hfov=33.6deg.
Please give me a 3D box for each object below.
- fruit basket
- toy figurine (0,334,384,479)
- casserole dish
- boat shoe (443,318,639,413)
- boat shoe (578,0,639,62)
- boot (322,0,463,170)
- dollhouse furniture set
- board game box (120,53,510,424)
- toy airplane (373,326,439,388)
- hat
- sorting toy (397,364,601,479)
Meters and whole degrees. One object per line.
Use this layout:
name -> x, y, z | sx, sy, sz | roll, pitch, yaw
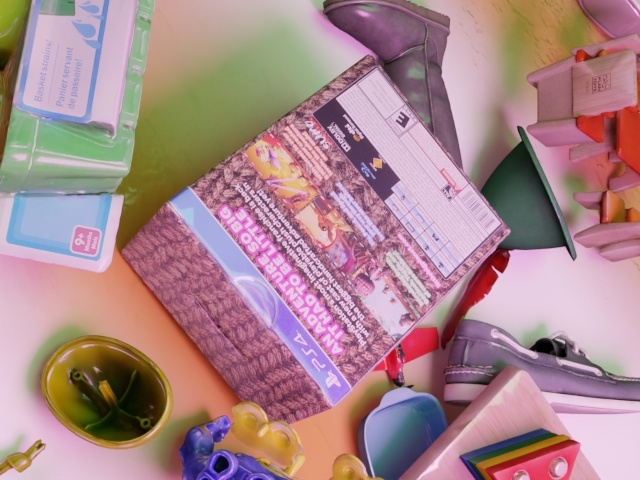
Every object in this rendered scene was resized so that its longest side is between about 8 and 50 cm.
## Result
fruit basket -> -0.319, -0.163, 0.879 | 0.353, 0.165, 0.327 | 15, 71, -27
toy figurine -> -0.089, 0.248, 0.958 | 0.363, 0.217, 0.191 | 24, 76, 21
casserole dish -> 0.095, 0.251, 1.130 | 0.114, 0.037, 0.188 | -13, 87, -35
boat shoe -> 0.279, 0.150, 1.227 | 0.319, 0.116, 0.099 | 8, 75, -30
boat shoe -> 0.492, -0.265, 1.467 | 0.335, 0.112, 0.095 | 47, 63, -12
boot -> 0.085, -0.167, 1.208 | 0.190, 0.076, 0.208 | 7, 82, -30
dollhouse furniture set -> 0.372, -0.133, 1.299 | 0.259, 0.135, 0.262 | 24, 63, -47
board game box -> 0.000, 0.000, 1.042 | 0.291, 0.141, 0.232 | -40, 93, -33
toy airplane -> 0.076, 0.094, 1.158 | 0.151, 0.028, 0.151 | 8, 75, -32
hat -> 0.190, -0.019, 1.262 | 0.208, 0.184, 0.173 | -82, 147, -69
sorting toy -> 0.201, 0.311, 1.091 | 0.255, 0.089, 0.257 | -43, 113, -16
